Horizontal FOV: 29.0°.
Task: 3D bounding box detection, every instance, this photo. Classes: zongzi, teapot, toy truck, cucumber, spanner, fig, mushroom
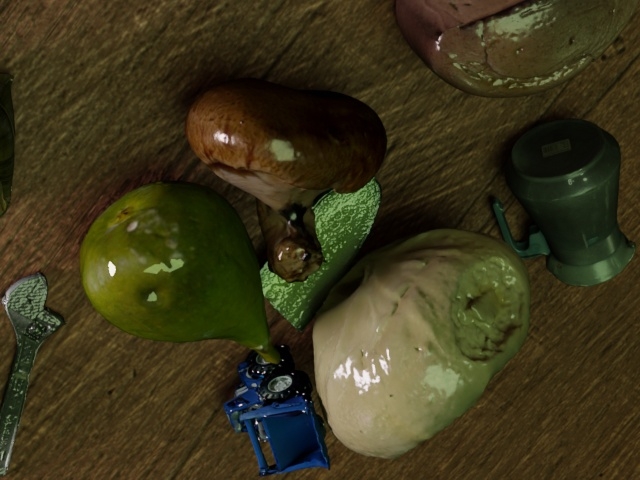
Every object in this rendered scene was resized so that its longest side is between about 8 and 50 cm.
[{"bbox_3d":[-0.421,-0.085,1.504,0.094,0.204,0.205,1,113,-11],"label":"zongzi"},{"bbox_3d":[0.367,-0.051,1.870,0.203,0.171,0.225,-11,128,18],"label":"teapot"},{"bbox_3d":[-0.065,0.250,1.788,0.126,0.208,0.113,-23,117,-12],"label":"toy truck"},{"bbox_3d":[0.000,0.000,1.789,0.115,0.063,0.244,38,95,-24],"label":"cucumber"},{"bbox_3d":[-0.423,0.193,1.727,0.093,0.026,0.326,10,109,-24],"label":"spanner"},{"bbox_3d":[-0.193,0.061,1.660,0.233,0.233,0.314,-24,136,-11],"label":"fig"},{"bbox_3d":[-0.060,-0.115,1.602,0.267,0.267,0.255,38,87,-30],"label":"mushroom"}]

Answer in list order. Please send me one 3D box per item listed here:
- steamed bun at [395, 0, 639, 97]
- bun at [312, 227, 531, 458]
[{"bbox_3d":[0.267,-0.297,1.677,0.301,0.251,0.199,-27,130,-5],"label":"steamed bun"},{"bbox_3d":[0.114,0.116,1.736,0.364,0.364,0.202,-45,105,2],"label":"bun"}]
